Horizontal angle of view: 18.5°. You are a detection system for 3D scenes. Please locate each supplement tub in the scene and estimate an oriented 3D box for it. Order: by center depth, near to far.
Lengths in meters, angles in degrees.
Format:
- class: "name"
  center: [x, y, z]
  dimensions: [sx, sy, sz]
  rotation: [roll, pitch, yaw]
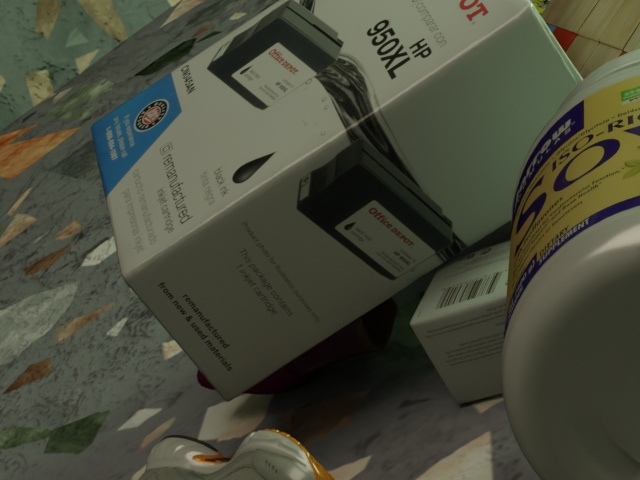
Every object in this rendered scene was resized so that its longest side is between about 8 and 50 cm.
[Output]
- class: "supplement tub"
  center: [0.244, 0.022, 1.307]
  dimensions: [0.241, 0.241, 0.331]
  rotation: [-24, 21, 18]

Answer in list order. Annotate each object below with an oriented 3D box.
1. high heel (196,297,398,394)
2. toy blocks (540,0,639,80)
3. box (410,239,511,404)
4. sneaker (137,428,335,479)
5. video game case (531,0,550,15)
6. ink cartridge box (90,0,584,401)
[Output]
- class: "high heel"
  center: [0.000, 0.000, 1.859]
  dimensions: [0.181, 0.127, 0.377]
  rotation: [-17, 25, 25]
- class: "toy blocks"
  center: [0.290, -0.163, 1.752]
  dimensions: [0.261, 0.191, 0.381]
  rotation: [-57, 21, 3]
- class: "box"
  center: [0.145, 0.061, 1.573]
  dimensions: [0.101, 0.087, 0.102]
  rotation: [-19, 23, 32]
- class: "sneaker"
  center: [-0.076, 0.221, 1.523]
  dimensions: [0.121, 0.099, 0.262]
  rotation: [-52, 20, -28]
- class: "video game case"
  center: [0.371, -0.281, 2.136]
  dimensions: [0.248, 0.035, 0.275]
  rotation: [-33, 21, -5]
- class: "ink cartridge box"
  center: [0.019, -0.090, 1.684]
  dimensions: [0.395, 0.166, 0.285]
  rotation: [-33, 31, 7]
